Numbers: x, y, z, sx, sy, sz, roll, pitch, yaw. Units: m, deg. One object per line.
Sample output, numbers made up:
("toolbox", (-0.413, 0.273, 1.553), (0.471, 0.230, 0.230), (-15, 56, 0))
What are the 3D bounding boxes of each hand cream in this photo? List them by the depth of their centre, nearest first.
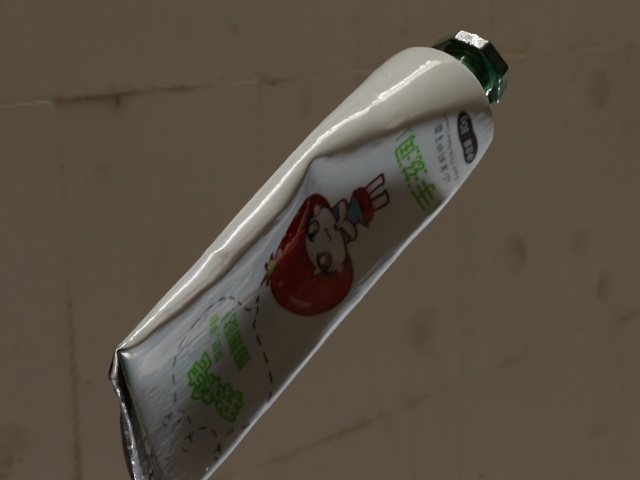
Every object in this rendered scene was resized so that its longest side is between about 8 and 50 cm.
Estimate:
("hand cream", (0.000, 0.000, 0.739), (0.336, 0.076, 0.121), (-49, -39, -33))
